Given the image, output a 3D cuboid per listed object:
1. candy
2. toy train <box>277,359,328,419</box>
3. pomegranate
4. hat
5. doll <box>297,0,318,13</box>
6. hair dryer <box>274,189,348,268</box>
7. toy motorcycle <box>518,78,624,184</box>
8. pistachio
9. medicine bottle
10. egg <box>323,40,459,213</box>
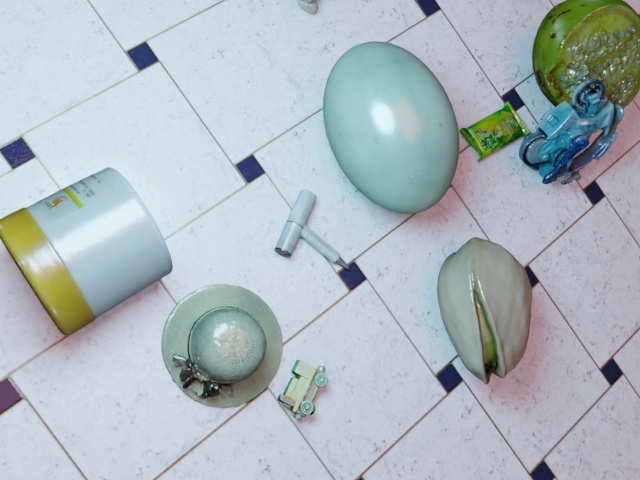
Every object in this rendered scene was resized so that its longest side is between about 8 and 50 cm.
[{"bbox_3d":[0.445,-0.279,1.673,0.178,0.032,0.102,-30,91,-22],"label":"candy"},{"bbox_3d":[-0.036,0.313,1.389,0.081,0.050,0.122,31,72,-7],"label":"toy train"},{"bbox_3d":[0.703,-0.490,1.684,0.359,0.216,0.309,-28,116,-4],"label":"pomegranate"},{"bbox_3d":[-0.183,0.206,1.313,0.257,0.130,0.257,3,79,-18],"label":"hat"},{"bbox_3d":[0.026,-0.669,1.540,0.119,0.154,0.278,27,72,16],"label":"doll"},{"bbox_3d":[0.005,-0.006,1.471,0.183,0.044,0.154,28,73,-18],"label":"hair dryer"},{"bbox_3d":[0.622,-0.259,1.621,0.206,0.154,0.260,28,116,-32],"label":"toy motorcycle"},{"bbox_3d":[0.369,0.153,1.470,0.208,0.226,0.331,-6,72,16],"label":"pistachio"},{"bbox_3d":[-0.429,0.016,1.205,0.232,0.238,0.238,-33,92,-23],"label":"medicine bottle"},{"bbox_3d":[0.154,-0.244,1.434,0.276,0.276,0.388,-21,90,-21],"label":"egg"}]
